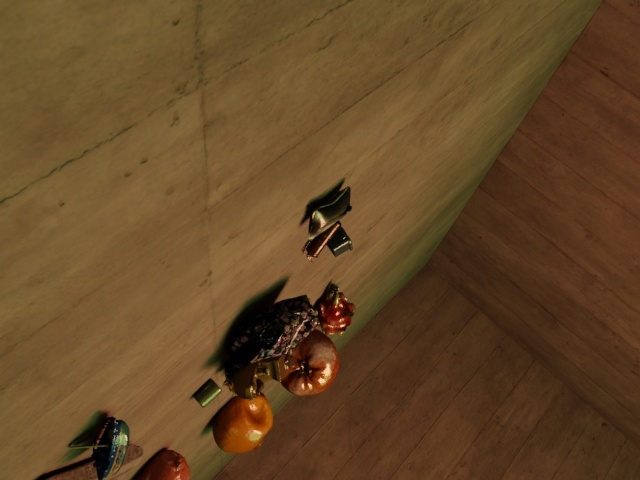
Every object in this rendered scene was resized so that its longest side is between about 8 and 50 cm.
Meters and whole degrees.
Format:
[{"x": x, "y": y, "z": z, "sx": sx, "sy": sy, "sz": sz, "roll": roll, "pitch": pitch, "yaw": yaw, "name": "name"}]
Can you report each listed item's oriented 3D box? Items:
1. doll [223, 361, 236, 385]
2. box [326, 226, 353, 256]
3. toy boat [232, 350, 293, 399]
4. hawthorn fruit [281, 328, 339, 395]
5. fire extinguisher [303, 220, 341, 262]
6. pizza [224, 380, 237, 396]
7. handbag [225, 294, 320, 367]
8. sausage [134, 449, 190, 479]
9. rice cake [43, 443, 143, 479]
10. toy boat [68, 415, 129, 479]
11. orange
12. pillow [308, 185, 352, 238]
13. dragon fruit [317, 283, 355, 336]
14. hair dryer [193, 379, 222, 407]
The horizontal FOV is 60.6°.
[{"x": -0.235, "y": 0.394, "z": 1.596, "sx": 0.067, "sy": 0.091, "sz": 0.219, "roll": -43, "pitch": 166, "yaw": -12, "name": "doll"}, {"x": 0.042, "y": 0.000, "z": 1.424, "sx": 0.054, "sy": 0.074, "sz": 0.099, "roll": -32, "pitch": 164, "yaw": -4, "name": "box"}, {"x": -0.147, "y": 0.349, "z": 1.532, "sx": 0.321, "sy": 0.121, "sz": 0.089, "roll": -46, "pitch": 131, "yaw": -71, "name": "toy boat"}, {"x": -0.053, "y": 0.431, "z": 1.932, "sx": 0.234, "sy": 0.232, "sz": 0.263, "roll": -16, "pitch": 155, "yaw": -13, "name": "hawthorn fruit"}, {"x": 0.000, "y": 0.000, "z": 1.358, "sx": 0.056, "sy": 0.039, "sz": 0.132, "roll": 20, "pitch": 116, "yaw": -39, "name": "fire extinguisher"}, {"x": -0.229, "y": 0.435, "z": 1.773, "sx": 0.292, "sy": 0.058, "sz": 0.197, "roll": -55, "pitch": 163, "yaw": 25, "name": "pizza"}, {"x": -0.133, "y": 0.243, "z": 1.423, "sx": 0.207, "sy": 0.127, "sz": 0.228, "roll": -15, "pitch": 160, "yaw": -47, "name": "handbag"}, {"x": -0.500, "y": 0.757, "z": 1.692, "sx": 0.255, "sy": 0.148, "sz": 0.148, "roll": -54, "pitch": 164, "yaw": 14, "name": "sausage"}, {"x": -0.508, "y": 0.519, "z": 1.207, "sx": 0.072, "sy": 0.056, "sz": 0.365, "roll": -43, "pitch": 166, "yaw": 4, "name": "rice cake"}, {"x": -0.446, "y": 0.413, "z": 1.099, "sx": 0.110, "sy": 0.091, "sz": 0.175, "roll": 6, "pitch": 126, "yaw": -38, "name": "toy boat"}, {"x": -0.278, "y": 0.683, "z": 2.023, "sx": 0.249, "sy": 0.183, "sz": 0.249, "roll": -44, "pitch": 163, "yaw": -17, "name": "orange"}, {"x": 0.020, "y": -0.063, "z": 1.231, "sx": 0.135, "sy": 0.055, "sz": 0.091, "roll": -35, "pitch": 179, "yaw": -35, "name": "pillow"}, {"x": 0.057, "y": 0.245, "z": 1.946, "sx": 0.135, "sy": 0.137, "sz": 0.236, "roll": -71, "pitch": 179, "yaw": -49, "name": "dragon fruit"}, {"x": -0.325, "y": 0.445, "z": 1.591, "sx": 0.071, "sy": 0.047, "sz": 0.150, "roll": -41, "pitch": 174, "yaw": -17, "name": "hair dryer"}]
